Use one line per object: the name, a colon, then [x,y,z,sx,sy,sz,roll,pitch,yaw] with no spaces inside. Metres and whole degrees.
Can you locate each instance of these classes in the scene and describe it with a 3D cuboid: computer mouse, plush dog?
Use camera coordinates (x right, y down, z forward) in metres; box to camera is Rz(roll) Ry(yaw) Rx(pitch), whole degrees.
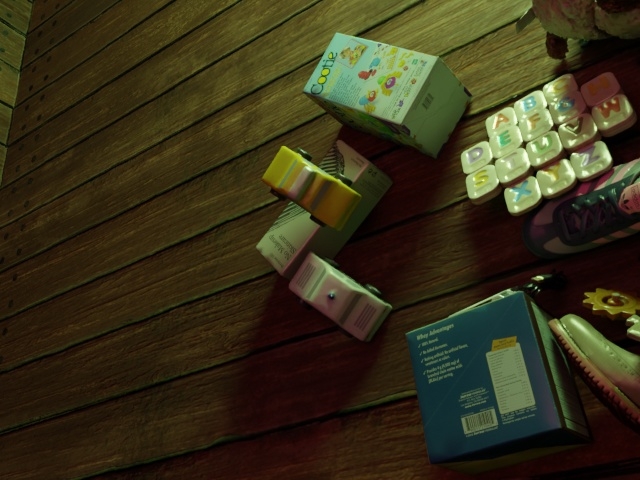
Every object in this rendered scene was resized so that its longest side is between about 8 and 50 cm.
computer mouse: [0.288,0.103,1.166,0.193,0.106,0.042,-32,78,37]
plush dog: [0.463,-0.385,1.191,0.225,0.262,0.211,32,124,53]

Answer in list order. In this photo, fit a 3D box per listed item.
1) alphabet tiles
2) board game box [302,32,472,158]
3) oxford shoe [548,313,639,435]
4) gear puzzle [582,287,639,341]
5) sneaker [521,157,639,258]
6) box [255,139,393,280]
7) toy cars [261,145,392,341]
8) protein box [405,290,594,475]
alphabet tiles: [0.361,-0.166,1.212,0.284,0.021,0.278,-29,34,26]
board game box: [0.125,-0.283,1.437,0.275,0.142,0.144,29,89,43]
oxford shoe: [0.452,0.201,0.965,0.130,0.123,0.348,-45,57,2]
gear puzzle: [0.489,0.131,0.947,0.339,0.175,0.044,21,122,43]
sneaker: [0.429,-0.058,1.073,0.319,0.131,0.112,-27,82,28]
box: [0.006,-0.050,1.451,0.275,0.094,0.113,-53,48,5]
toy cars: [0.000,0.000,1.337,0.176,0.087,0.394,-17,81,14]
protein box: [0.257,0.214,1.090,0.199,0.136,0.201,-25,55,28]
